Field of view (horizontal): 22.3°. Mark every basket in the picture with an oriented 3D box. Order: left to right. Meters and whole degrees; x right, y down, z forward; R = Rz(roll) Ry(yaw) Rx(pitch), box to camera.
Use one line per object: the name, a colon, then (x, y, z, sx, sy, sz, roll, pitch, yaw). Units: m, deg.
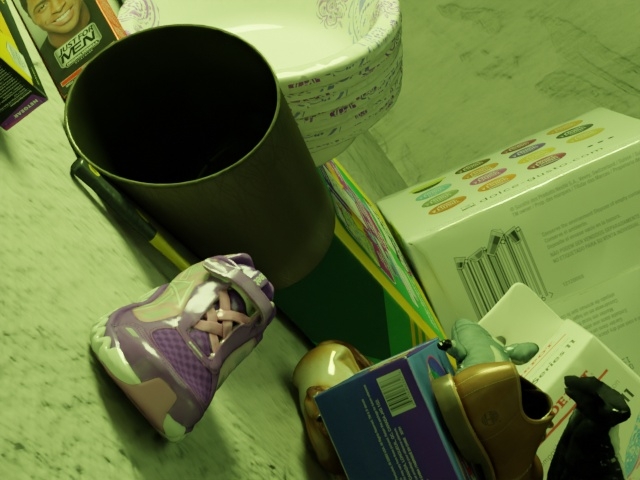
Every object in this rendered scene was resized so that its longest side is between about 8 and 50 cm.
basket: (-0.085, -0.060, 1.412, 0.204, 0.154, 0.227, 15, -21, 29)

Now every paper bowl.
paper bowl: (-0.059, -0.168, 1.625, 0.284, 0.284, 0.148, -115, -162, -52)

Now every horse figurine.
horse figurine: (0.027, 0.158, 1.445, 0.174, 0.066, 0.263, 54, 13, -21)

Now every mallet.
mallet: (-0.134, -0.003, 1.330, 0.190, 0.039, 0.062, 47, 10, -17)

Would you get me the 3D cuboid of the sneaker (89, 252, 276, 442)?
sneaker: (-0.083, 0.060, 1.115, 0.095, 0.104, 0.236, 54, 10, -6)

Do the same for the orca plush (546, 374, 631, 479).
orca plush: (0.225, 0.258, 1.291, 0.151, 0.102, 0.287, 19, -56, 33)

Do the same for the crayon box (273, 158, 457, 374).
crayon box: (0.000, 0.000, 1.786, 0.313, 0.106, 0.363, 49, 10, -36)

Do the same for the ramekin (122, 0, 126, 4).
ramekin: (-0.150, -0.325, 1.950, 0.207, 0.207, 0.109, 45, 3, -46)

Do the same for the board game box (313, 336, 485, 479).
board game box: (0.117, 0.256, 1.274, 0.233, 0.078, 0.347, 1, 66, -80)

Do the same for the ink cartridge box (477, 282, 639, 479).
ink cartridge box: (0.297, 0.236, 1.840, 0.353, 0.207, 0.119, 42, 1, -9)

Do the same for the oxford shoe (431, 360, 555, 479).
oxford shoe: (0.152, 0.151, 1.259, 0.212, 0.076, 0.076, 53, 13, -60)

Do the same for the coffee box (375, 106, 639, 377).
coffee box: (0.297, 0.059, 2.045, 0.334, 0.337, 0.338, -114, -179, -79)

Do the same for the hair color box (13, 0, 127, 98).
hair color box: (-0.219, -0.188, 1.457, 0.141, 0.072, 0.043, 58, 10, 32)

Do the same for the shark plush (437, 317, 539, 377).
shark plush: (0.117, 0.108, 1.339, 0.067, 0.073, 0.161, 47, 29, 5)

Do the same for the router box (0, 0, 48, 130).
router box: (-0.277, -0.180, 1.194, 0.133, 0.046, 0.179, 45, 13, -48)
